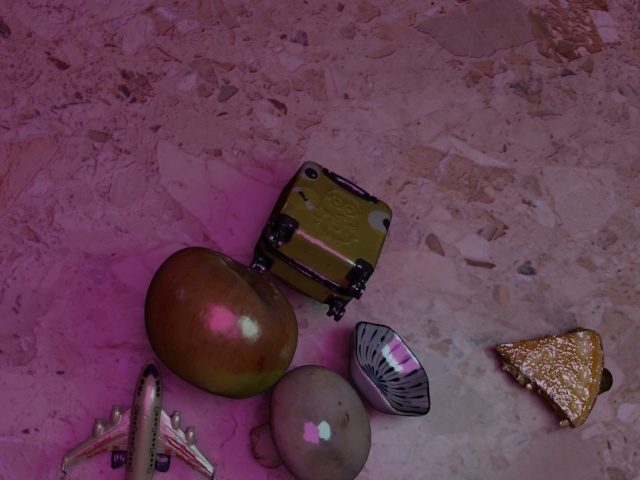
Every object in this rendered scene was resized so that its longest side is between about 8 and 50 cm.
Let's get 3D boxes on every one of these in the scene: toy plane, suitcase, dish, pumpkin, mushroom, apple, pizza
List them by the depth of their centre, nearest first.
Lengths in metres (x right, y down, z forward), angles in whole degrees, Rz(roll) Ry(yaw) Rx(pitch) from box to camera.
[{"bbox_3d":[-0.163,0.130,1.592,0.261,0.261,0.194,30,96,-4],"label":"apple"},{"bbox_3d":[-0.281,0.317,1.597,0.242,0.104,0.256,6,77,-7],"label":"toy plane"},{"bbox_3d":[-0.025,0.309,1.625,0.204,0.204,0.204,2,78,-11],"label":"mushroom"},{"bbox_3d":[0.000,0.000,1.672,0.194,0.143,0.235,31,41,-7],"label":"suitcase"},{"bbox_3d":[0.101,0.229,1.690,0.066,0.190,0.191,-40,87,27],"label":"dish"},{"bbox_3d":[0.397,0.224,1.778,0.199,0.062,0.188,21,69,1],"label":"pizza"},{"bbox_3d":[0.492,0.253,1.805,0.083,0.028,0.050,-21,81,-19],"label":"pumpkin"}]
